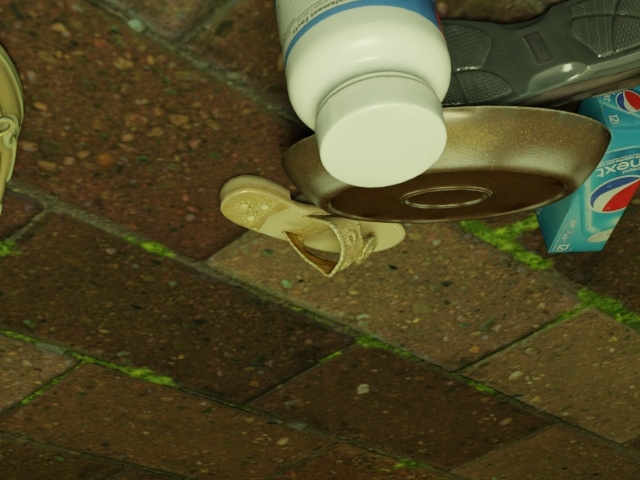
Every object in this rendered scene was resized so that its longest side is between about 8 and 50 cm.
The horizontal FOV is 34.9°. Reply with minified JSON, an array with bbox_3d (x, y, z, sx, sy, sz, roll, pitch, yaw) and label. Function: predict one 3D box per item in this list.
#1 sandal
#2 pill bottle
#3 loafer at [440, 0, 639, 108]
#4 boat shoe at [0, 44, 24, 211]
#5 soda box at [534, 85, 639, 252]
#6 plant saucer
[{"bbox_3d":[-0.004,0.003,1.116,0.240,0.079,0.088,17,138,-33],"label":"sandal"},{"bbox_3d":[0.031,-0.153,0.774,0.124,0.221,0.124,-6,146,-4],"label":"pill bottle"},{"bbox_3d":[0.166,-0.145,0.925,0.303,0.109,0.095,-12,150,0],"label":"loafer"},{"bbox_3d":[-0.325,-0.072,0.927,0.105,0.089,0.285,1,144,-13],"label":"boat shoe"},{"bbox_3d":[0.293,-0.074,1.079,0.067,0.071,0.210,-3,145,-9],"label":"soda box"},{"bbox_3d":[0.118,-0.061,0.968,0.311,0.050,0.310,-2,170,0],"label":"plant saucer"}]
